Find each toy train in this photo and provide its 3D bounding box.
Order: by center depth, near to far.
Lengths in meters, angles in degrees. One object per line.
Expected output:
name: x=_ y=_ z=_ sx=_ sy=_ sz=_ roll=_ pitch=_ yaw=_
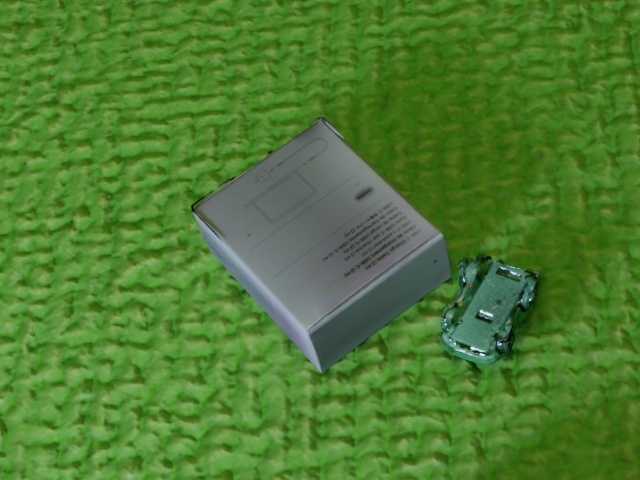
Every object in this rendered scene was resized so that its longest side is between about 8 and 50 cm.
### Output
toy train: x=0.199 y=0.076 z=1.777 sx=0.099 sy=0.081 sz=0.149 roll=18 pitch=67 yaw=23

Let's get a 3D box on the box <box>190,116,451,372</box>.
box: x=0.000 y=0.000 z=1.853 sx=0.203 sy=0.106 sz=0.251 roll=-36 pitch=55 yaw=-14
